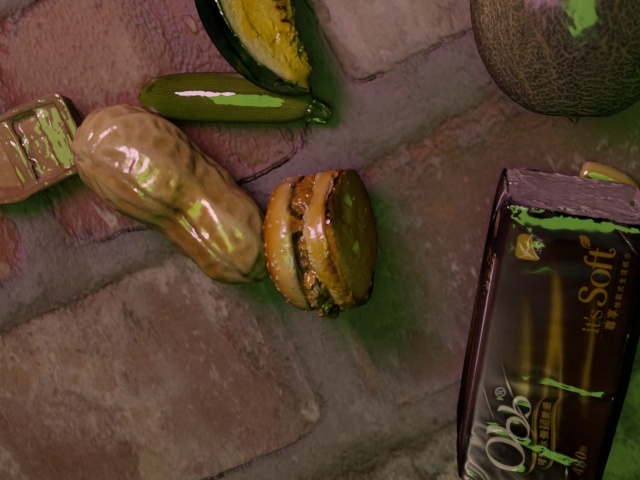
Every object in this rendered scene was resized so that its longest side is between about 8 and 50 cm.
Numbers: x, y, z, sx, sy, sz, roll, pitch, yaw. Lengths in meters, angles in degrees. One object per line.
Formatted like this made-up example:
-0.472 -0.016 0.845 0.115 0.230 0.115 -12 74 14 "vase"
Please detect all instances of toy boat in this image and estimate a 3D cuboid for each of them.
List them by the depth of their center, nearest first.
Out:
-0.396 -0.116 1.763 0.188 0.061 0.116 -22 98 11 "toy boat"

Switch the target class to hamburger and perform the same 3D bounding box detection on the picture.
0.000 0.009 1.678 0.118 0.182 0.190 -8 107 25 "hamburger"

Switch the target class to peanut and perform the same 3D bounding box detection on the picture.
-0.182 -0.056 1.697 0.305 0.147 0.147 39 103 -12 "peanut"

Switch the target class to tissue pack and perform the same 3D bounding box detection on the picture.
0.283 0.116 1.627 0.198 0.210 0.369 8 106 1 "tissue pack"

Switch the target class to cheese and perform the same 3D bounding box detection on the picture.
0.396 -0.036 1.685 0.163 0.036 0.086 22 103 4 "cheese"

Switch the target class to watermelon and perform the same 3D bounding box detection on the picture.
-0.094 -0.320 1.655 0.129 0.123 0.301 -8 84 -14 "watermelon"

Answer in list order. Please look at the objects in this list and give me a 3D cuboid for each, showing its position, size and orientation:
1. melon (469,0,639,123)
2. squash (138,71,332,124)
0.298 -0.301 1.547 0.249 0.248 0.329 2 93 7 "melon"
-0.112 -0.184 1.711 0.252 0.066 0.066 2 100 6 "squash"
